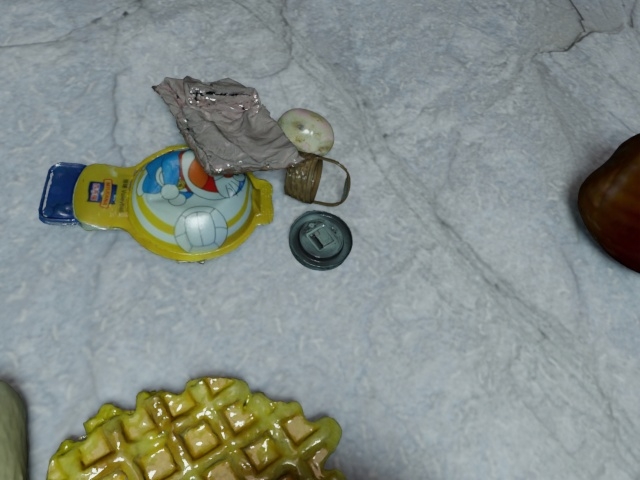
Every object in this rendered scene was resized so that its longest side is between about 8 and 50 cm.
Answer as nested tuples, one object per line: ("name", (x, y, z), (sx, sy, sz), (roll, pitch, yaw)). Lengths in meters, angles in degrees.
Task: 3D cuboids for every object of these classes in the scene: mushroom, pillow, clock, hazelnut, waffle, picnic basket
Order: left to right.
("waffle", (-0.108, 0.284, 0.484), (0.308, 0.060, 0.311), (5, 59, -8))
("pillow", (-0.122, -0.160, 0.682), (0.135, 0.049, 0.248), (-7, 42, -31))
("mushroom", (-0.022, -0.147, 0.730), (0.084, 0.067, 0.083), (27, 26, -15))
("picnic basket", (-0.001, -0.079, 0.695), (0.083, 0.072, 0.072), (15, 59, 9))
("clock", (0.000, 0.000, 0.683), (0.085, 0.017, 0.085), (5, 61, -9))
("hazelnut", (0.481, -0.057, 0.718), (0.230, 0.229, 0.229), (5, 61, -9))

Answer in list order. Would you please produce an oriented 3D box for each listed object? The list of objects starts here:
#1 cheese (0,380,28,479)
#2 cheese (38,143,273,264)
("cheese", (-0.330, 0.254, 0.432), (0.159, 0.093, 0.262), (-15, 64, -12))
("cheese", (-0.193, -0.050, 0.641), (0.271, 0.069, 0.176), (1, 60, -10))
